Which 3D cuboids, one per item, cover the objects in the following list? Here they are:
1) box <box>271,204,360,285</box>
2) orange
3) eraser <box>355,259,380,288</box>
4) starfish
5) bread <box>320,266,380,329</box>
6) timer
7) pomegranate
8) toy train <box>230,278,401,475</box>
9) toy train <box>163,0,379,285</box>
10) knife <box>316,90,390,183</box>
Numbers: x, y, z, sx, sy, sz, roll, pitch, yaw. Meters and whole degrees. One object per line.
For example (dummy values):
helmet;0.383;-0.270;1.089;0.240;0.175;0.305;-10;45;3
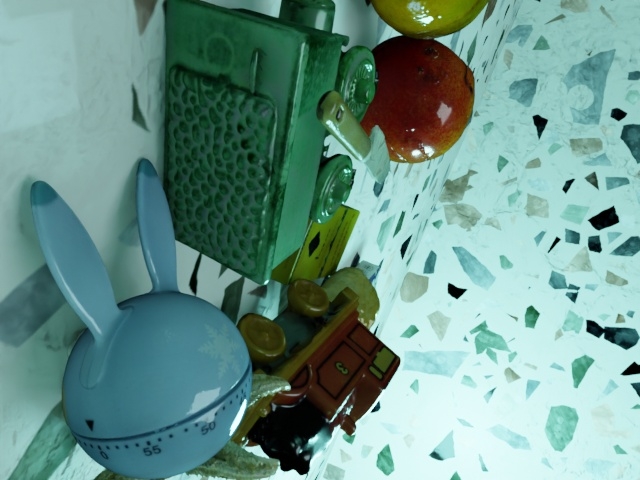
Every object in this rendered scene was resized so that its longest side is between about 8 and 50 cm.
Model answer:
box;0.000;0.000;0.926;0.153;0.040;0.279;-67;162;7
orange;0.161;-0.395;0.672;0.240;0.171;0.240;-42;141;-47
eraser;0.085;0.152;1.320;0.210;0.067;0.125;-39;148;-55
starfish;-0.137;0.206;0.523;0.216;0.238;0.071;-46;125;-32
bread;0.036;0.173;1.051;0.244;0.134;0.244;-51;168;-15
timer;-0.166;0.082;0.430;0.175;0.256;0.175;-33;-175;3
pomegranate;0.156;-0.231;0.832;0.210;0.210;0.235;-66;155;-2
toy train;-0.018;0.202;0.768;0.163;0.231;0.369;-59;167;28
toy train;-0.044;-0.107;0.498;0.202;0.145;0.266;-38;147;-52
knife;0.051;-0.098;0.510;0.298;0.017;0.047;19;88;-72
